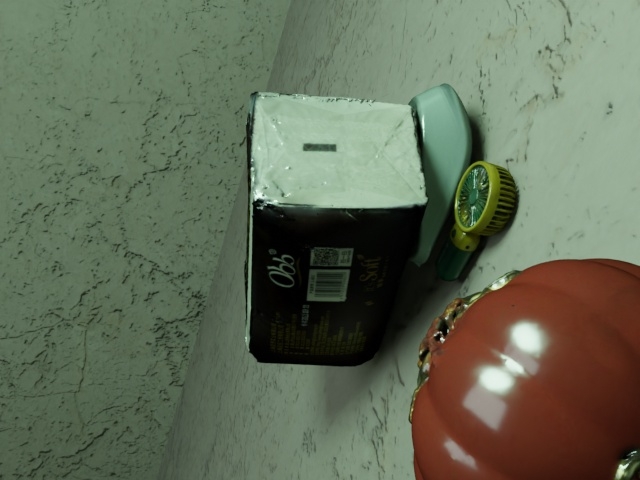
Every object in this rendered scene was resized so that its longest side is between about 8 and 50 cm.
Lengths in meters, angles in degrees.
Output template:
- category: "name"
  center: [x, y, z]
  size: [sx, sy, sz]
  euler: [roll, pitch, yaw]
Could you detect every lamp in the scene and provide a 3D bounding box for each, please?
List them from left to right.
- category: "lamp"
  center: [0.161, 0.115, 0.504]
  size: [0.227, 0.227, 0.226]
  euler: [-167, 90, -72]

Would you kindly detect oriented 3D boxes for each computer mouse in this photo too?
- category: "computer mouse"
  center: [0.144, -0.081, 0.931]
  size: [0.128, 0.079, 0.230]
  euler: [-144, 59, -86]

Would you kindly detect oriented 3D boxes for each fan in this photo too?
- category: "fan"
  center: [0.174, -0.018, 0.856]
  size: [0.082, 0.039, 0.155]
  euler: [-102, 28, -52]

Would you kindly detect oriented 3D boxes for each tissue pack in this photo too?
- category: "tissue pack"
  center: [0.000, 0.000, 0.962]
  size: [0.370, 0.210, 0.198]
  euler: [101, 173, -54]
